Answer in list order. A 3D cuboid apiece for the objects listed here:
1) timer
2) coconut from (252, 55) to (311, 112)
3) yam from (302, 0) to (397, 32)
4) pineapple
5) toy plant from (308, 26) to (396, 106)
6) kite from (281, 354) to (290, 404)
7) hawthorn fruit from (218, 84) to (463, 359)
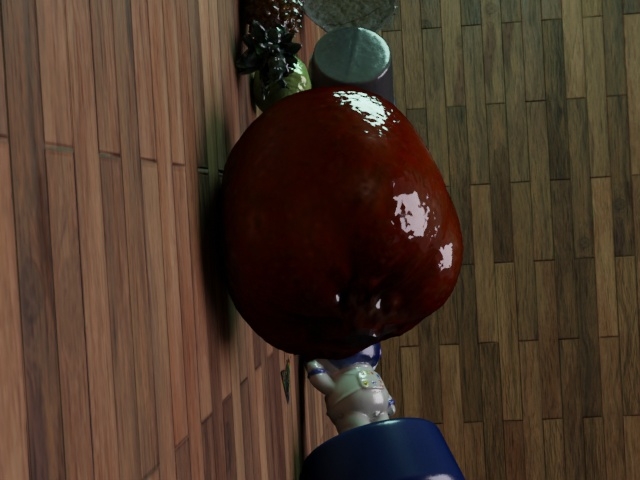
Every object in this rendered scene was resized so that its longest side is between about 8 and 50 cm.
[{"bbox_3d":[0.066,0.297,2.047,0.270,0.270,0.384,77,-5,-62],"label":"timer"},{"bbox_3d":[-0.054,-0.213,1.674,0.088,0.087,0.096,81,3,-51],"label":"coconut"},{"bbox_3d":[0.064,-0.575,2.459,0.348,0.240,0.241,-82,168,-50],"label":"yam"},{"bbox_3d":[-0.063,-0.288,1.587,0.221,0.083,0.103,-88,-171,-46],"label":"pineapple"},{"bbox_3d":[0.051,-0.246,2.403,0.279,0.185,0.400,57,-18,27],"label":"toy plant"},{"bbox_3d":[-0.051,0.210,1.868,0.122,0.004,0.090,-10,97,-85],"label":"kite"},{"bbox_3d":[0.016,-0.026,1.338,0.295,0.295,0.312,63,23,-78],"label":"hawthorn fruit"}]
